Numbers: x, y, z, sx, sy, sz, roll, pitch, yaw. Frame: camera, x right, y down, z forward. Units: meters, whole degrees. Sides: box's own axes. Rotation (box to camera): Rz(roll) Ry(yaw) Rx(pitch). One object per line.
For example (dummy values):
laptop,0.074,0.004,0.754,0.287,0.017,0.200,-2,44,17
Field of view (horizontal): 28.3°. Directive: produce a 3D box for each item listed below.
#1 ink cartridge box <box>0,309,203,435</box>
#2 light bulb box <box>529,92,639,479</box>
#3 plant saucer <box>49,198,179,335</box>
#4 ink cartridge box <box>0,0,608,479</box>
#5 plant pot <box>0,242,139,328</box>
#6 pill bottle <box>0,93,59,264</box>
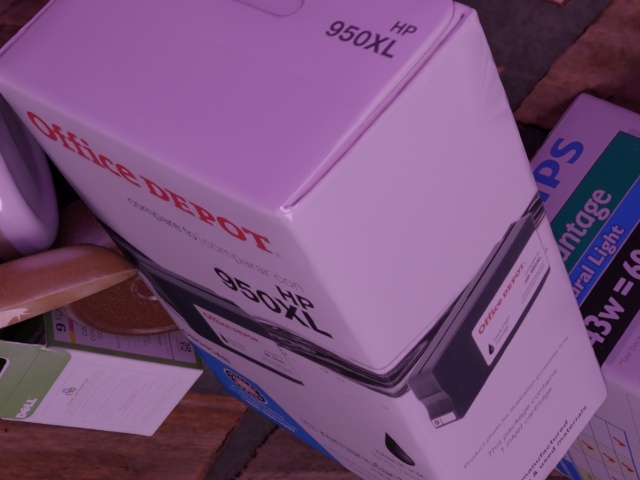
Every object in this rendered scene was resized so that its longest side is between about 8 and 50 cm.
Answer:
ink cartridge box,-0.222,0.111,1.130,0.209,0.062,0.109,12,133,-33
light bulb box,0.338,0.112,1.083,0.225,0.361,0.358,-51,145,-15
plant saucer,-0.136,0.025,1.035,0.198,0.036,0.199,-10,145,-7
ink cartridge box,0.000,0.000,0.853,0.166,0.285,0.395,-49,139,-18
plant pot,-0.241,0.047,0.868,0.236,0.032,0.236,-21,178,-1
pill bottle,-0.324,-0.022,0.852,0.264,0.153,0.153,-19,142,2
